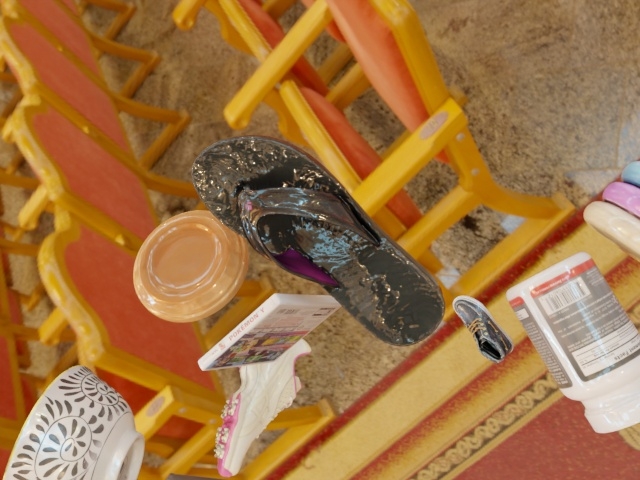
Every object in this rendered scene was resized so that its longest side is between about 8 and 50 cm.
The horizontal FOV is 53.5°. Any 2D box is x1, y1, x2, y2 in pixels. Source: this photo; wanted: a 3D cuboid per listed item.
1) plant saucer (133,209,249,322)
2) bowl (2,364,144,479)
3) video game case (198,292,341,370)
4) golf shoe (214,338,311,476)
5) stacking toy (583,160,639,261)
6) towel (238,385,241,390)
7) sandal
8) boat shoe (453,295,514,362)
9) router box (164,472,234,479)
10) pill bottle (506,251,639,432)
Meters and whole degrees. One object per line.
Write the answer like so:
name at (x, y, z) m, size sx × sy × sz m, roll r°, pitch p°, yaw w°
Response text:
plant saucer at (-0.217, 0.034, 1.037) m, size 0.200 × 0.037 × 0.199 m, roll -5°, pitch 63°, yaw 11°
bowl at (-0.219, 0.211, 0.601) m, size 0.080 × 0.170 × 0.170 m, roll 13°, pitch 80°, yaw 5°
video game case at (-0.077, 0.150, 1.051) m, size 0.183 × 0.201 × 0.023 m, roll -42°, pitch 67°, yaw 20°
golf shoe at (-0.110, 0.311, 1.231) m, size 0.115 × 0.140 × 0.306 m, roll 160°, pitch 129°, yaw -71°
stacking toy at (0.498, -0.120, 0.812) m, size 0.330 × 0.141 × 0.141 m, roll -54°, pitch 49°, yaw 10°
towel at (-0.219, 0.432, 1.735) m, size 0.027 × 0.148 × 0.110 m, roll 19°, pitch 58°, yaw 2°
sandal at (0.003, -0.001, 0.938) m, size 0.167 × 0.446 × 0.107 m, roll -52°, pitch 4°, yaw 19°
boat shoe at (0.385, 0.211, 1.530) m, size 0.183 × 0.083 × 0.065 m, roll 45°, pitch 121°, yaw 14°
router box at (-0.030, 0.360, 0.665) m, size 0.309 × 0.243 × 0.081 m, roll -18°, pitch 26°, yaw 46°
pill bottle at (0.594, 0.226, 1.420) m, size 0.210 × 0.210 × 0.362 m, roll -33°, pitch 77°, yaw 25°
